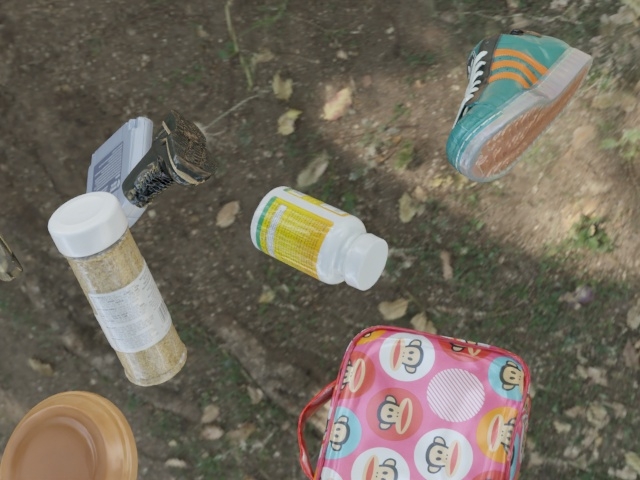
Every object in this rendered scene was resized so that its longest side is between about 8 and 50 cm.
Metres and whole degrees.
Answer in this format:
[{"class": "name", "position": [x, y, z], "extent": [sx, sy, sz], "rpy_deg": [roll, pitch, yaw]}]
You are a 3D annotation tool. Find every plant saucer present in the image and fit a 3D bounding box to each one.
[{"class": "plant saucer", "position": [-0.318, 0.283, 1.105], "extent": [0.200, 0.037, 0.200], "rpy_deg": [-8, 69, 21]}]

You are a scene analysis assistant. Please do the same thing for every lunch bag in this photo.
[{"class": "lunch bag", "position": [0.095, 0.249, 1.031], "extent": [0.258, 0.120, 0.293], "rpy_deg": [11, 67, 16]}]

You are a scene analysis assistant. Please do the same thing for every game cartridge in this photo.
[{"class": "game cartridge", "position": [-0.409, -0.113, 1.814], "extent": [0.294, 0.060, 0.196], "rpy_deg": [-20, 61, 58]}]

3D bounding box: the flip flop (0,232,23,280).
[{"class": "flip flop", "position": [-0.384, -0.006, 0.855], "extent": [0.277, 0.080, 0.112], "rpy_deg": [13, 138, 34]}]

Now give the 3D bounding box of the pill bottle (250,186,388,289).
[{"class": "pill bottle", "position": [0.000, 0.000, 1.455], "extent": [0.208, 0.117, 0.118], "rpy_deg": [25, 116, 28]}]

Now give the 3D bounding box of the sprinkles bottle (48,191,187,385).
[{"class": "sprinkles bottle", "position": [-0.341, 0.090, 1.550], "extent": [0.121, 0.121, 0.355], "rpy_deg": [2, 129, 26]}]

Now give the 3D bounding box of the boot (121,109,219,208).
[{"class": "boot", "position": [-0.205, -0.078, 1.177], "extent": [0.077, 0.198, 0.137], "rpy_deg": [37, 102, -20]}]

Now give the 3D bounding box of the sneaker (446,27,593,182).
[{"class": "sneaker", "position": [0.206, -0.166, 1.049], "extent": [0.121, 0.302, 0.108], "rpy_deg": [33, 132, 18]}]
